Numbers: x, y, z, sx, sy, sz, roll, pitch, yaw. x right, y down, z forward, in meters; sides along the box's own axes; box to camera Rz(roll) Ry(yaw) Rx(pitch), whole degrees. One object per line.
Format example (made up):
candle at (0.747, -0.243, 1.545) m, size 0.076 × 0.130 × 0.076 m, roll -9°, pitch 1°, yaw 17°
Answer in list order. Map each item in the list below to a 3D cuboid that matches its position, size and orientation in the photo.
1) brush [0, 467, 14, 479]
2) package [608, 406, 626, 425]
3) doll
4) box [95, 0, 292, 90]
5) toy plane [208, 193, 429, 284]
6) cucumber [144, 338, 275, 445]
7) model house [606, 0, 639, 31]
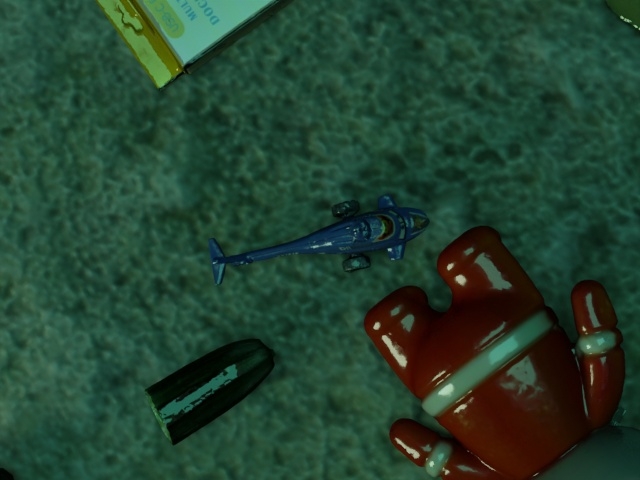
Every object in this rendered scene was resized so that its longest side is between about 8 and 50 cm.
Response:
brush at (-0.244, 0.333, 1.202) m, size 0.070 × 0.051 × 0.323 m, roll -4°, pitch 83°, yaw -4°
package at (0.175, 0.115, 1.209) m, size 0.110 × 0.015 × 0.037 m, roll 31°, pitch 93°, yaw 6°
doll at (0.176, 0.152, 1.158) m, size 0.200 × 0.105 × 0.336 m, roll -41°, pitch 81°, yaw 21°
box at (-0.059, -0.235, 1.236) m, size 0.247 × 0.033 × 0.129 m, roll -36°, pitch 86°, yaw 0°
toy plane at (0.000, 0.000, 1.206) m, size 0.167 × 0.062 × 0.054 m, roll -12°, pitch 86°, yaw 12°
cucumber at (-0.081, 0.107, 1.208) m, size 0.105 × 0.048 × 0.048 m, roll -33°, pitch 85°, yaw -2°
model house at (0.270, -0.196, 1.210) m, size 0.079 × 0.066 × 0.083 m, roll 37°, pitch 71°, yaw 15°
